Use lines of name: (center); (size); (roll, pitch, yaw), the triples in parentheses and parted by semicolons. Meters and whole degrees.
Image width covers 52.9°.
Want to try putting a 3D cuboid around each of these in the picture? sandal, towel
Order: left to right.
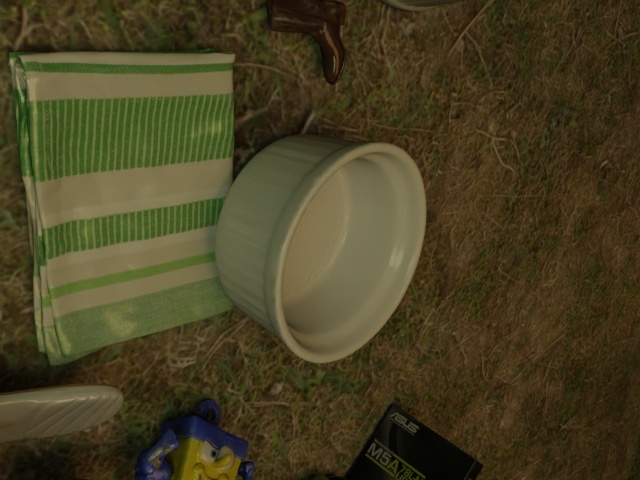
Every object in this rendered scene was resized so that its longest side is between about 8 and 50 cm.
sandal: (-0.335, 0.157, 0.634); (0.265, 0.076, 0.102); (0, 138, -30)
towel: (-0.196, -0.040, 0.704); (0.248, 0.038, 0.324); (-15, 117, -38)

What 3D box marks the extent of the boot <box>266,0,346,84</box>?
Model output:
boot: (-0.020, -0.246, 0.772); (0.114, 0.037, 0.106); (-5, 98, -44)

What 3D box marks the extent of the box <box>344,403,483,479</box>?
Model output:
box: (0.148, 0.403, 1.090); (0.184, 0.191, 0.045); (-56, 135, -7)

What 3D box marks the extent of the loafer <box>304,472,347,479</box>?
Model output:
loafer: (-0.006, 0.409, 1.055); (0.148, 0.056, 0.050); (21, 93, -55)

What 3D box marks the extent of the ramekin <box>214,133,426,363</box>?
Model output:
ramekin: (0.000, 0.000, 0.806); (0.277, 0.135, 0.277); (-25, 126, -41)

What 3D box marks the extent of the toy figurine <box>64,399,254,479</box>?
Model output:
toy figurine: (-0.199, 0.297, 0.812); (0.362, 0.191, 0.217); (40, 50, -37)

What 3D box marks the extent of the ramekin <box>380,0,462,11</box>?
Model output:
ramekin: (0.160, -0.423, 0.795); (0.273, 0.127, 0.272); (-18, 119, -36)
